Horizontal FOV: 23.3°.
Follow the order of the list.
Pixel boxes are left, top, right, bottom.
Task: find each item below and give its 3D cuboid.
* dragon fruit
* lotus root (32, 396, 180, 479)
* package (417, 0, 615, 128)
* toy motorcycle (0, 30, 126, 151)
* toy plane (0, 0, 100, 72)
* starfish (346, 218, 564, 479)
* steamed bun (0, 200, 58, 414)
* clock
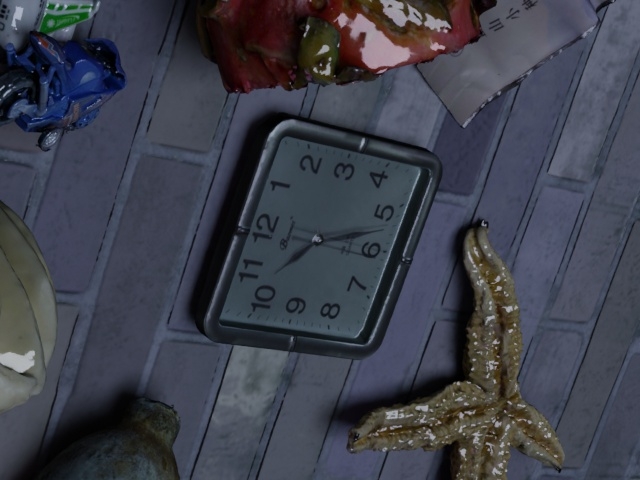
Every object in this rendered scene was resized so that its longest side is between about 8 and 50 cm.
[{"bbox_3d":[-0.001,-0.298,1.549,0.296,0.314,0.263,-21,104,-27],"label":"dragon fruit"},{"bbox_3d":[-0.262,0.328,1.707,0.175,0.175,0.350,36,85,-41],"label":"lotus root"},{"bbox_3d":[0.216,-0.276,1.846,0.251,0.062,0.204,-40,130,3],"label":"package"},{"bbox_3d":[-0.252,-0.152,1.508,0.114,0.076,0.205,-50,166,14],"label":"toy motorcycle"},{"bbox_3d":[-0.291,-0.237,1.474,0.174,0.080,0.174,-18,130,-24],"label":"toy plane"},{"bbox_3d":[0.174,0.226,2.029,0.324,0.082,0.432,-38,128,-18],"label":"starfish"},{"bbox_3d":[-0.418,0.048,1.358,0.352,0.339,0.247,-25,115,-27],"label":"steamed bun"},{"bbox_3d":[0.000,0.000,1.818,0.278,0.049,0.273,11,103,-39],"label":"clock"}]
